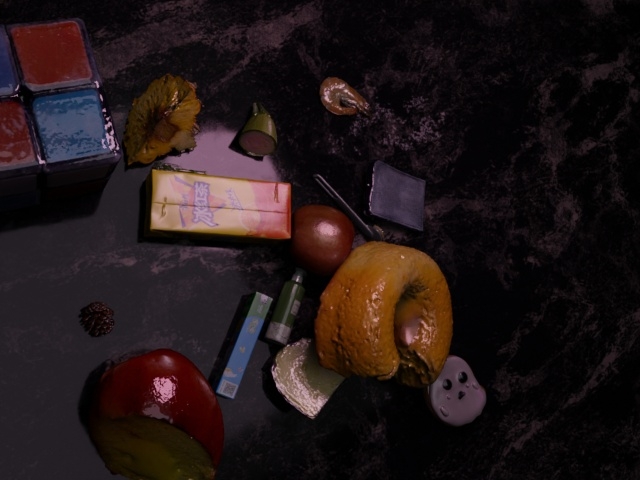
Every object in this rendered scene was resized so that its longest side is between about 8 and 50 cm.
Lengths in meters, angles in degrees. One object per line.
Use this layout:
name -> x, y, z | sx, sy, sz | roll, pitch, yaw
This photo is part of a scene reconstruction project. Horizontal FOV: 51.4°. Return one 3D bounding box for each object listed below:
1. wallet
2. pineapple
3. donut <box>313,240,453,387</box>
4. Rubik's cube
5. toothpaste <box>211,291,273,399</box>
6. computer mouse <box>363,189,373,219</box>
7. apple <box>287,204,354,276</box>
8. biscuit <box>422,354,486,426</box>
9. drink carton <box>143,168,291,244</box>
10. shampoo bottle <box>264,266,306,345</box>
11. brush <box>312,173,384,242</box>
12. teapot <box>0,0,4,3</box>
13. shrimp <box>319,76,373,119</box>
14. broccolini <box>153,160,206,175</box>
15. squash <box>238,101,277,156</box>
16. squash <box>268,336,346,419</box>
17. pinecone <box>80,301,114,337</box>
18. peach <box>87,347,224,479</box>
wallet -> 0.213, -0.124, 1.881 | 0.222, 0.036, 0.167 | 16, 71, -36
pineapple -> -0.373, -0.305, 1.643 | 0.164, 0.250, 0.140 | 5, 41, -53
donut -> 0.189, 0.185, 1.689 | 0.435, 0.163, 0.378 | 13, 79, -47
Rubik's cube -> -0.629, -0.254, 1.406 | 0.313, 0.316, 0.318 | -15, 88, -26
toothpaste -> -0.195, 0.259, 1.646 | 0.050, 0.065, 0.267 | 25, 72, -15
computer mouse -> 0.145, -0.111, 1.876 | 0.056, 0.032, 0.110 | 8, 82, -31
apple -> 0.000, 0.000, 1.717 | 0.168, 0.181, 0.181 | 10, 77, -14
biscuit -> 0.379, 0.426, 1.879 | 0.181, 0.049, 0.208 | -32, 96, -26
drink carton -> -0.254, -0.079, 1.654 | 0.351, 0.111, 0.155 | 4, 79, -22
shampoo bottle -> -0.083, 0.167, 1.715 | 0.065, 0.065, 0.204 | 25, 72, -18
brush -> 0.077, -0.089, 1.835 | 0.266, 0.062, 0.027 | 46, 52, -6
teapot -> -0.752, -0.668, 1.521 | 0.182, 0.173, 0.269 | -14, 113, -55
shrimp -> 0.076, -0.394, 1.888 | 0.180, 0.041, 0.099 | 30, 72, -17
broccolini -> -0.351, -0.173, 1.667 | 0.140, 0.030, 0.035 | 8, 34, -27
squash -> -0.156, -0.303, 1.757 | 0.105, 0.105, 0.132 | 21, 55, -19
squash -> -0.037, 0.349, 1.705 | 0.184, 0.085, 0.192 | 36, 60, 16
pinecone -> -0.510, 0.180, 1.519 | 0.077, 0.077, 0.083 | -5, 93, -24
peach -> -0.349, 0.411, 1.448 | 0.281, 0.281, 0.338 | -19, 89, -25
